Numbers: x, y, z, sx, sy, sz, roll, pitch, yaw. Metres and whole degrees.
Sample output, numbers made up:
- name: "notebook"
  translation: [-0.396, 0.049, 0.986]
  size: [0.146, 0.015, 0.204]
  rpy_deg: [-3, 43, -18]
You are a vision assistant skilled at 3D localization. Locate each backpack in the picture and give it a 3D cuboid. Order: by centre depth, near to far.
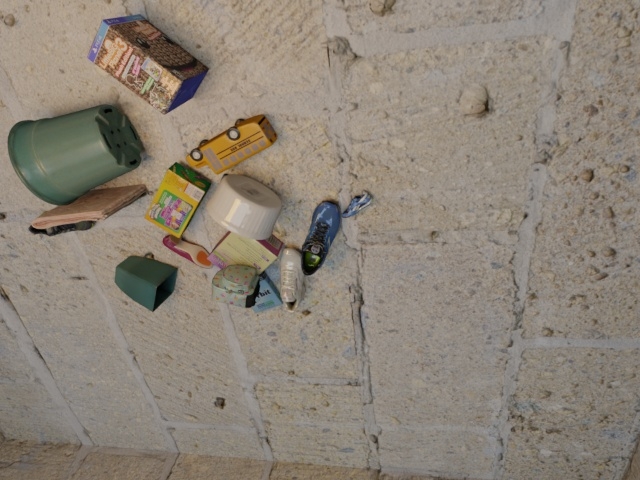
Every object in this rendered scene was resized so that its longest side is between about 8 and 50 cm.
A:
- name: "backpack"
  translation: [-0.356, 0.185, 1.828]
  size: [0.189, 0.165, 0.144]
  rpy_deg: [4, 121, 4]

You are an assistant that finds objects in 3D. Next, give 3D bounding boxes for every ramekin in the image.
- name: "ramekin"
  translation: [-0.283, -0.137, 1.696]
  size: [0.277, 0.277, 0.135]
  rpy_deg: [29, 113, -7]

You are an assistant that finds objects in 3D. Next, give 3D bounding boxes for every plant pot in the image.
- name: "plant pot"
  translation: [-0.894, -0.339, 1.672]
  size: [0.334, 0.341, 0.341]
  rpy_deg: [-15, 118, 10]
- name: "plant pot"
  translation: [-0.826, 0.181, 2.065]
  size: [0.234, 0.165, 0.165]
  rpy_deg: [26, 123, 4]

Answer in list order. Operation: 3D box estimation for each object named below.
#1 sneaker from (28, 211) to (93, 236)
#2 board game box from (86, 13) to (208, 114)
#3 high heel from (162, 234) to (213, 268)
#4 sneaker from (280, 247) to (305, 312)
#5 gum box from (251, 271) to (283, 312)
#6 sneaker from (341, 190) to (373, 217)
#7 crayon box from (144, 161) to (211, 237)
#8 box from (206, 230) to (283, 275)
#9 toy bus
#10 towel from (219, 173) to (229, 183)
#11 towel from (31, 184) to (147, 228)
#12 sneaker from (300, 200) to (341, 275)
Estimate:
- name: "sneaker"
  translation: [-1.168, -0.066, 1.996]
  size: [0.300, 0.121, 0.111]
  rpy_deg: [-5, 121, 14]
- name: "board game box"
  translation: [-0.568, -0.595, 1.486]
  size: [0.291, 0.232, 0.141]
  rpy_deg: [36, 120, -12]
- name: "high heel"
  translation: [-0.603, 0.057, 2.006]
  size: [0.244, 0.082, 0.117]
  rpy_deg: [34, 152, -26]
- name: "sneaker"
  translation: [-0.120, 0.178, 1.927]
  size: [0.114, 0.152, 0.305]
  rpy_deg: [1, 120, 11]
- name: "gum box"
  translation: [-0.284, 0.242, 2.064]
  size: [0.157, 0.041, 0.184]
  rpy_deg: [-22, 116, 23]
- name: "sneaker"
  translation: [0.136, -0.142, 1.738]
  size: [0.144, 0.053, 0.059]
  rpy_deg: [-35, 110, 18]
- name: "crayon box"
  translation: [-0.587, -0.161, 1.812]
  size: [0.165, 0.081, 0.278]
  rpy_deg: [32, 121, -11]
- name: "box"
  translation: [-0.323, 0.045, 1.904]
  size: [0.214, 0.117, 0.243]
  rpy_deg: [40, 120, -14]
- name: "toy bus"
  translation: [-0.339, -0.355, 1.665]
  size: [0.333, 0.108, 0.130]
  rpy_deg: [-23, 116, 22]
- name: "towel"
  translation: [-0.383, -0.214, 1.807]
  size: [0.067, 0.029, 0.119]
  rpy_deg: [26, 123, -6]
- name: "towel"
  translation: [-0.914, -0.140, 1.777]
  size: [0.317, 0.332, 0.053]
  rpy_deg: [-5, 114, 13]
- name: "sneaker"
  translation: [0.000, 0.000, 1.782]
  size: [0.130, 0.147, 0.329]
  rpy_deg: [16, 109, 0]
